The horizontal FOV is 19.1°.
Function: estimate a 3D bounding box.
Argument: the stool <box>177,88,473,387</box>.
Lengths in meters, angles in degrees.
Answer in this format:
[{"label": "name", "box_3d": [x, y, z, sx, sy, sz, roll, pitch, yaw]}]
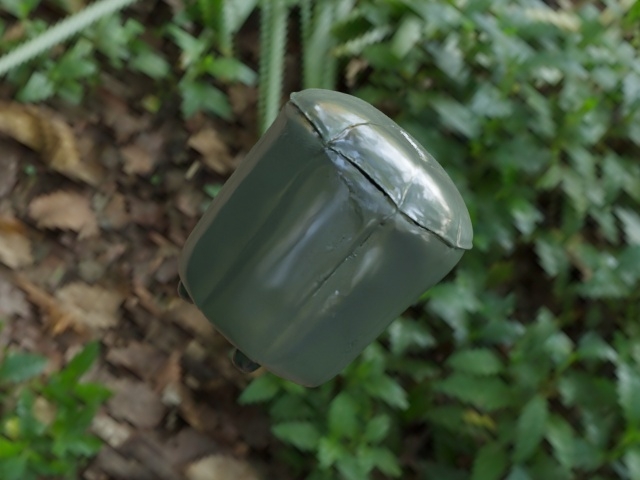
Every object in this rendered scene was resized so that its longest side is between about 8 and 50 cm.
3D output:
[{"label": "stool", "box_3d": [0.000, 0.000, 0.774, 0.096, 0.110, 0.096, 39, 10, -8]}]
